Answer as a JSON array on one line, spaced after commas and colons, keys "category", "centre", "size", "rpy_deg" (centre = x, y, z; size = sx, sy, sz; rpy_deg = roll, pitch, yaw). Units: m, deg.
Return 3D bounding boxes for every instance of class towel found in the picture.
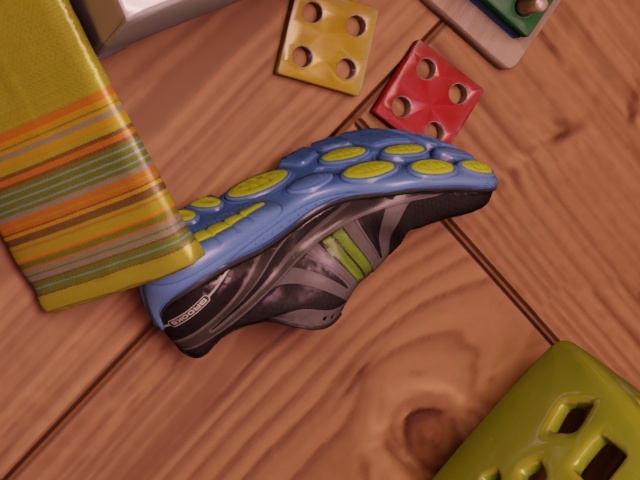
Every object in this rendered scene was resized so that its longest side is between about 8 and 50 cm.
[{"category": "towel", "centre": [-0.138, -0.083, 0.705], "size": [0.021, 0.102, 0.237], "rpy_deg": [-40, 109, -51]}]

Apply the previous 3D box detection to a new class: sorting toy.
[{"category": "sorting toy", "centre": [0.087, -0.172, 0.812], "size": [0.132, 0.046, 0.274], "rpy_deg": [39, 79, -18]}]

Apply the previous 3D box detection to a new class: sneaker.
[{"category": "sneaker", "centre": [0.000, 0.000, 0.782], "size": [0.188, 0.067, 0.078], "rpy_deg": [-24, 123, -17]}]

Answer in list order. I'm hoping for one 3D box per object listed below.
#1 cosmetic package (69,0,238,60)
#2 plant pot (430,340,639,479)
[{"category": "cosmetic package", "centre": [-0.043, -0.308, 0.704], "size": [0.284, 0.097, 0.377], "rpy_deg": [-25, 92, -16]}, {"category": "plant pot", "centre": [0.155, 0.216, 0.751], "size": [0.228, 0.207, 0.227], "rpy_deg": [40, 90, -17]}]
